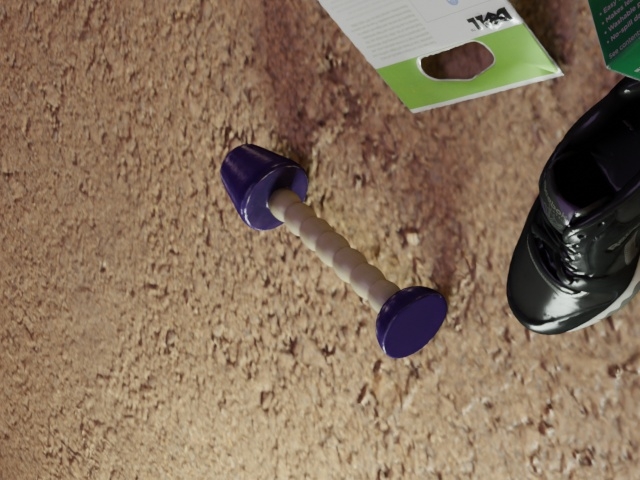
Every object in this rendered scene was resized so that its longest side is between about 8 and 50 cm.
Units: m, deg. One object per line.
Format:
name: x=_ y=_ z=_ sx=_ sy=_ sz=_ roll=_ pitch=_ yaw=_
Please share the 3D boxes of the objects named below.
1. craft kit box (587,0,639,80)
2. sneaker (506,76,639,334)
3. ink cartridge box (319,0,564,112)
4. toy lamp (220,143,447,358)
craft kit box: x=0.231 y=-0.254 z=0.700 sx=0.250 sy=0.061 sz=0.246 roll=-42 pitch=44 yaw=45
sneaker: x=0.180 y=-0.029 z=0.866 sx=0.107 sy=0.124 sz=0.283 roll=57 pitch=140 yaw=25
ink cartridge box: x=0.073 y=-0.234 z=0.986 sx=0.255 sy=0.097 sz=0.189 roll=49 pitch=150 yaw=-21
toy lamp: x=0.000 y=0.000 z=1.162 sx=0.274 sy=0.080 sz=0.080 roll=45 pitch=134 yaw=37
